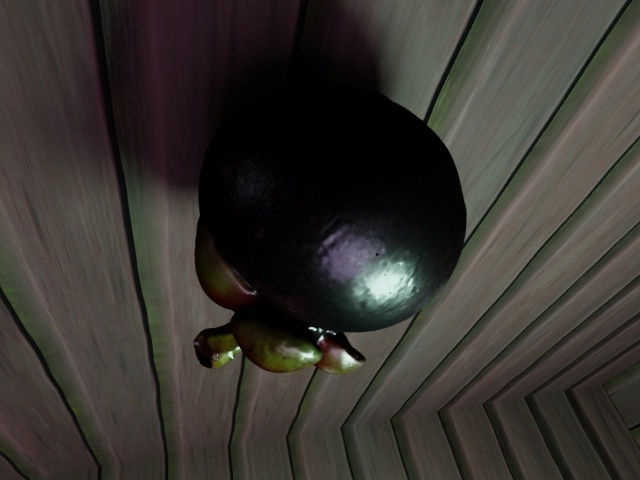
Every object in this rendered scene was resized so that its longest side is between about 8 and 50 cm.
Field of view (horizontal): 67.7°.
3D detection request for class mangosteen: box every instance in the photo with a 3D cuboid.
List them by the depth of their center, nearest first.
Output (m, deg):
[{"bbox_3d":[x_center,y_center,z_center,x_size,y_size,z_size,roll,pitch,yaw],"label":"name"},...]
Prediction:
[{"bbox_3d":[0.000,0.000,0.675,0.381,0.436,0.382,20,173,3],"label":"mangosteen"}]
